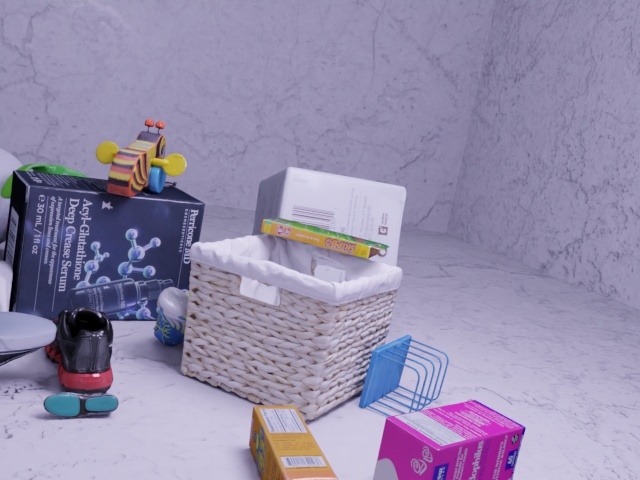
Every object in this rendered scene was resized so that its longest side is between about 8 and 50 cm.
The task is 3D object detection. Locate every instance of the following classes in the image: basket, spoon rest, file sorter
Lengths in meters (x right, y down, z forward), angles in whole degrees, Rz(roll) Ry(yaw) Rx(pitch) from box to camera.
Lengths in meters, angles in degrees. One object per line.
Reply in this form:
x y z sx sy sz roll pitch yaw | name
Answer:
-0.055 0.151 1.436 0.328 0.266 0.331 15 11 26 | basket
-0.675 0.123 1.448 0.084 0.137 0.276 52 -4 -29 | spoon rest
0.169 0.271 1.421 0.105 0.118 0.170 19 12 28 | file sorter

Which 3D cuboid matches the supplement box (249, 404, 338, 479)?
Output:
-0.045 0.319 1.036 0.080 0.078 0.233 5 10 -15 | supplement box

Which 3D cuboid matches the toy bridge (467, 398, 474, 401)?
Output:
0.271 0.342 1.384 0.063 0.026 0.188 21 14 38 | toy bridge

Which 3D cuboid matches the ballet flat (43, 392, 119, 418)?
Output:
-0.382 0.262 1.146 0.114 0.041 0.041 6 11 -26 | ballet flat

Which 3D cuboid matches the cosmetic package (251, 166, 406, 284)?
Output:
0.000 0.000 1.980 0.328 0.329 0.394 8 -2 -15 | cosmetic package

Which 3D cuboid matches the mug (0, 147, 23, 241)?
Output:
-0.965 -0.118 1.845 0.374 0.276 0.328 45 14 -14 | mug

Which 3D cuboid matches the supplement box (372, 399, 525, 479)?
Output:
0.202 0.331 1.120 0.220 0.111 0.114 1 14 -39 | supplement box

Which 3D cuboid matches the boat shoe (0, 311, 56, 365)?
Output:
-0.580 0.189 1.148 0.306 0.104 0.113 -8 23 -43 | boat shoe

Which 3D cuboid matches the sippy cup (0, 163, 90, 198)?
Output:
-0.696 -0.042 1.892 0.305 0.224 0.240 29 -33 -19 | sippy cup

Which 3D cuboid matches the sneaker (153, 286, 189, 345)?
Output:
-0.297 0.170 1.486 0.091 0.126 0.240 40 1 13 | sneaker

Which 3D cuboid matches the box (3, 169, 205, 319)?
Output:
-0.504 0.016 1.665 0.396 0.293 0.212 4 12 -32 | box

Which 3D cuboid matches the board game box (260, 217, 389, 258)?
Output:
0.013 -0.004 1.543 0.260 0.039 0.124 12 6 13 | board game box

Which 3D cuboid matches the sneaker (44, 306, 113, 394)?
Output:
-0.435 0.173 1.301 0.098 0.135 0.276 3 11 -29 | sneaker

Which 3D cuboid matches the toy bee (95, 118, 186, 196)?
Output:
-0.408 -0.195 1.635 0.195 0.162 0.298 6 11 -17 | toy bee
